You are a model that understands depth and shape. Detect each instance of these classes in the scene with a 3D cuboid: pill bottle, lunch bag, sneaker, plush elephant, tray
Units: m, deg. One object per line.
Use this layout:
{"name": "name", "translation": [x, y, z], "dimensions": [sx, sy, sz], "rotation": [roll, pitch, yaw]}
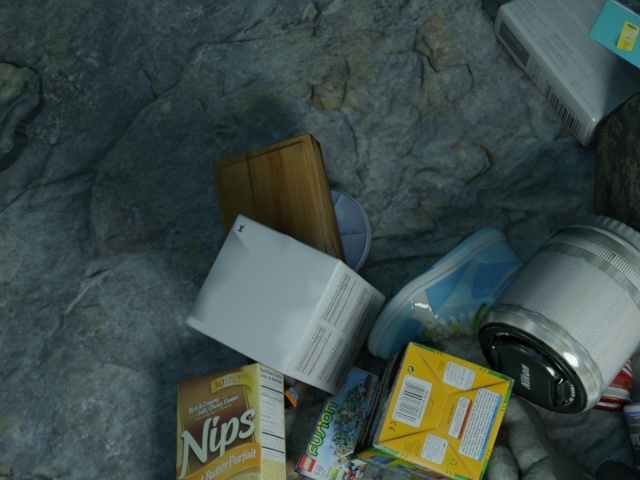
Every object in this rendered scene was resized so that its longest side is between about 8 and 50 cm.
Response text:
{"name": "pill bottle", "translation": [0.539, 0.328, 1.780], "dimensions": [0.078, 0.078, 0.137], "rotation": [-11, 84, 9]}
{"name": "lunch bag", "translation": [0.622, -0.091, 1.877], "dimensions": [0.256, 0.212, 0.305], "rotation": [10, 69, -16]}
{"name": "sneaker", "translation": [0.250, 0.140, 1.917], "dimensions": [0.319, 0.127, 0.208], "rotation": [-40, 64, -3]}
{"name": "plush elephant", "translation": [0.334, 0.459, 1.709], "dimensions": [0.271, 0.330, 0.255], "rotation": [31, 113, -9]}
{"name": "sneaker", "translation": [0.420, 0.211, 1.881], "dimensions": [0.221, 0.087, 0.128], "rotation": [11, 62, 6]}
{"name": "tray", "translation": [-0.064, 0.025, 2.037], "dimensions": [0.202, 0.076, 0.411], "rotation": [-17, 72, 14]}

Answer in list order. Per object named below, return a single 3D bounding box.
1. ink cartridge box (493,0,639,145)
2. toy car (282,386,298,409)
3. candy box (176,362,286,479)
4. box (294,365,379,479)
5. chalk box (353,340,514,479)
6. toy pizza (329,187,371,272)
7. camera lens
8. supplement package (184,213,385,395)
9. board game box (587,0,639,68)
{"name": "ink cartridge box", "translation": [0.571, -0.382, 2.093], "dimensions": [0.385, 0.091, 0.308], "rotation": [-24, 63, -15]}
{"name": "toy car", "translation": [-0.033, 0.306, 1.978], "dimensions": [0.122, 0.060, 0.040], "rotation": [43, 54, 3]}
{"name": "candy box", "translation": [-0.155, 0.386, 1.912], "dimensions": [0.182, 0.087, 0.317], "rotation": [-15, 65, 28]}
{"name": "box", "translation": [0.045, 0.327, 1.923], "dimensions": [0.114, 0.036, 0.207], "rotation": [22, 75, 3]}
{"name": "chalk box", "translation": [0.171, 0.294, 1.799], "dimensions": [0.179, 0.289, 0.180], "rotation": [21, 75, 0]}
{"name": "toy pizza", "translation": [0.000, 0.000, 2.080], "dimensions": [0.201, 0.032, 0.201], "rotation": [-5, 73, 17]}
{"name": "camera lens", "translation": [0.402, 0.120, 1.761], "dimensions": [0.219, 0.219, 0.274], "rotation": [33, 64, 23]}
{"name": "supplement package", "translation": [-0.051, 0.112, 1.826], "dimensions": [0.199, 0.262, 0.198], "rotation": [24, 84, 23]}
{"name": "board game box", "translation": [0.655, -0.304, 1.869], "dimensions": [0.336, 0.253, 0.079], "rotation": [38, 123, 23]}
